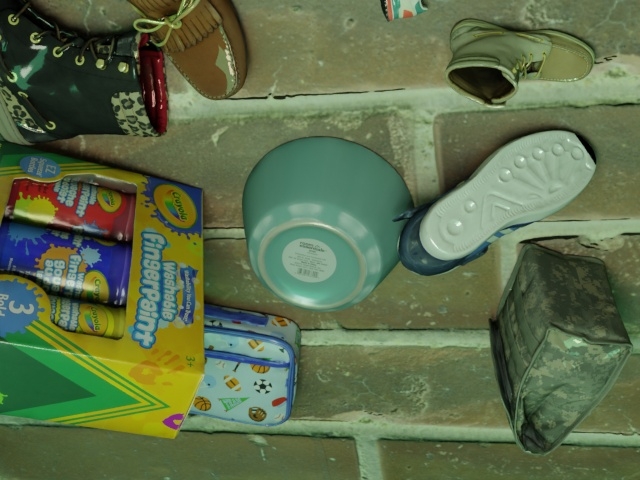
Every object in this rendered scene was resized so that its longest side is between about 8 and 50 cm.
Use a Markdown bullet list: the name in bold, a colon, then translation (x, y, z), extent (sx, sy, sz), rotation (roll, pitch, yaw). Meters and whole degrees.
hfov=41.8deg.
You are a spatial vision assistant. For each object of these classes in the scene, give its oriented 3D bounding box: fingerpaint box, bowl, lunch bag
- **fingerpaint box**: translation (-0.378, 0.060, 1.311), extent (0.371, 0.444, 0.163), rotation (14, 127, -18)
- **bowl**: translation (0.000, 0.000, 1.414), extent (0.312, 0.163, 0.311), rotation (5, 125, 7)
- **lunch bag**: translation (0.379, 0.190, 1.420), extent (0.169, 0.235, 0.287), rotation (12, 125, -3)
- **lunch bag**: translation (-0.192, 0.236, 1.648), extent (0.304, 0.115, 0.243), rotation (8, 123, 5)

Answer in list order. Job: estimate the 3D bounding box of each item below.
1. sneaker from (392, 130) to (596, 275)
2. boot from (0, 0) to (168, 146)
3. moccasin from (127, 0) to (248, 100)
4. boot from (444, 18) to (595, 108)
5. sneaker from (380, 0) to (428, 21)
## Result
- **sneaker**: translation (0.265, -0.052, 1.361), extent (0.323, 0.236, 0.130), rotation (-31, 85, -13)
- **boot**: translation (-0.404, -0.308, 1.301), extent (0.284, 0.138, 0.377), rotation (3, 128, 11)
- **moccasin**: translation (-0.224, -0.371, 1.214), extent (0.139, 0.147, 0.380), rotation (-11, 121, 19)
- **boot**: translation (0.283, -0.242, 1.185), extent (0.213, 0.165, 0.077), rotation (13, 126, 5)
- **sneaker**: translation (0.123, -0.395, 1.191), extent (0.075, 0.057, 0.161), rotation (-7, 122, -4)
